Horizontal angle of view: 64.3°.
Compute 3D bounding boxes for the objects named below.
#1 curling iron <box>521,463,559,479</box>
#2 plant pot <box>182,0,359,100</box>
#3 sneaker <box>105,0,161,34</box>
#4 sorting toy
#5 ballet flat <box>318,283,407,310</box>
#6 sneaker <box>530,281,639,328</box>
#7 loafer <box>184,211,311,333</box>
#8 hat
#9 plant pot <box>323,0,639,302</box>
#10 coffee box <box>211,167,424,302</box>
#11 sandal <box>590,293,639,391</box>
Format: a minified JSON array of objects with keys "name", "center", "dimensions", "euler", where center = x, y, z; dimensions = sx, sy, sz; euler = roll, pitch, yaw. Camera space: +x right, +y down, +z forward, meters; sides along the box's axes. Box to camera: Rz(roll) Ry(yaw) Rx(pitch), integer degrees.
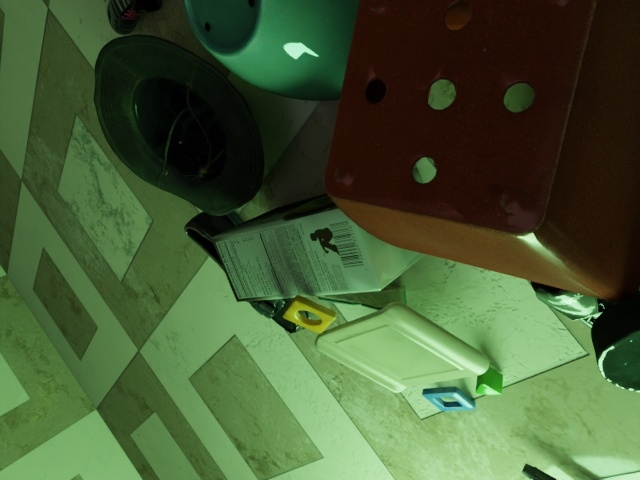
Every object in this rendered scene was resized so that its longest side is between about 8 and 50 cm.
[{"name":"curling iron","center":[0.412,0.378,0.686],"dimensions":[0.274,0.035,0.068],"euler":[22,120,31]},{"name":"plant pot","center":[-0.051,-0.305,0.626],"dimensions":[0.290,0.195,0.290],"euler":[20,124,33]},{"name":"sneaker","center":[-0.327,-0.421,0.901],"dimensions":[0.170,0.063,0.075],"euler":[-41,76,40]},{"name":"sorting toy","center":[0.112,0.152,0.742],"dimensions":[0.347,0.047,0.196],"euler":[32,142,-17]},{"name":"ballet flat","center":[0.068,0.084,0.835],"dimensions":[0.168,0.057,0.052],"euler":[6,87,36]},{"name":"sneaker","center":[0.295,0.059,0.571],"dimensions":[0.234,0.106,0.078],"euler":[52,136,7]},{"name":"loafer","center":[-0.144,0.066,0.970],"dimensions":[0.302,0.095,0.109],"euler":[50,135,10]},{"name":"hat","center":[-0.213,-0.210,0.862],"dimensions":[0.331,0.134,0.331],"euler":[18,136,18]},{"name":"plant pot","center":[0.155,-0.099,0.458],"dimensions":[0.267,0.236,0.267],"euler":[15,96,35]},{"name":"coffee box","center":[0.000,0.000,0.759],"dimensions":[0.297,0.168,0.119],"euler":[-11,104,45]},{"name":"sandal","center":[0.444,0.057,0.369],"dimensions":[0.446,0.107,0.167],"euler":[-31,126,34]}]
